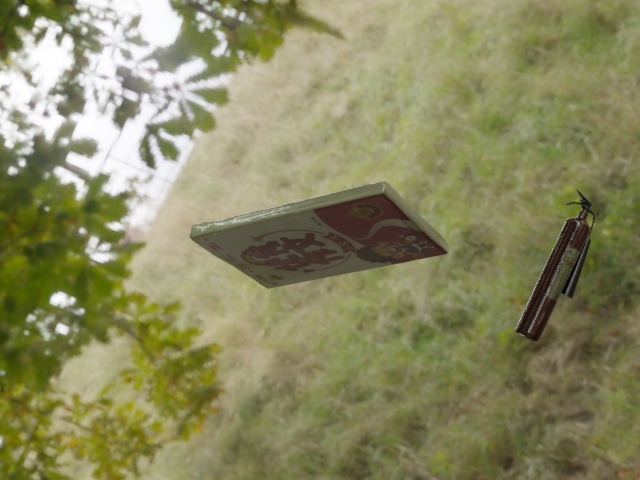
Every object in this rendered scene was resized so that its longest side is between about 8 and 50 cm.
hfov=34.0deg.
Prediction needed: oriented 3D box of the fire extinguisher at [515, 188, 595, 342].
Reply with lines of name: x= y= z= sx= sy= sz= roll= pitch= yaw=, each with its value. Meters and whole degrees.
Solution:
fire extinguisher: x=0.267 y=0.031 z=1.143 sx=0.035 sy=0.048 sz=0.173 roll=-168 pitch=103 yaw=-85

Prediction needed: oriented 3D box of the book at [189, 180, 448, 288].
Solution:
book: x=0.000 y=0.000 z=1.120 sx=0.162 sy=0.231 sz=0.022 roll=40 pitch=-135 yaw=-52
